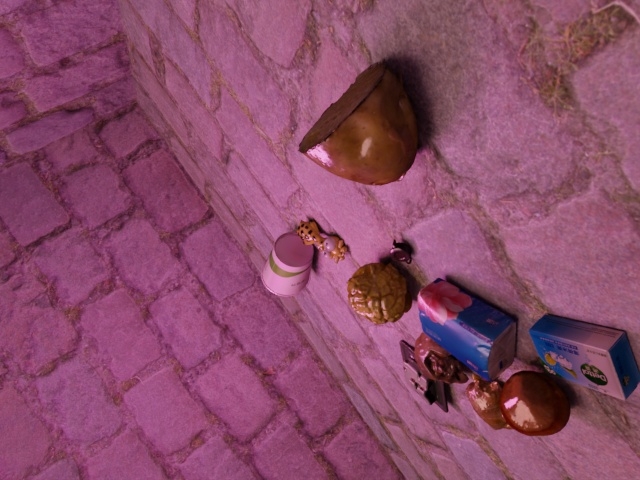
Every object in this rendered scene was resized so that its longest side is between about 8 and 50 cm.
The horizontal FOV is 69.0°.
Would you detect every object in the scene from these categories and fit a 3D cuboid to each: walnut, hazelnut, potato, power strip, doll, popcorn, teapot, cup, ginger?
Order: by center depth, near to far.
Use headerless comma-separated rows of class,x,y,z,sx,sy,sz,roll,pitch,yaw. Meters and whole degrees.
potato,0.130,-0.241,1.118,0.237,0.301,0.289,40,-162,-19
hazelnut,0.577,0.436,1.269,0.182,0.182,0.182,45,157,25
teapot,0.261,0.036,1.489,0.068,0.045,0.100,-17,126,46
ginger,0.555,0.529,1.525,0.216,0.102,0.157,55,153,0
walnut,0.401,0.407,1.629,0.204,0.141,0.238,31,147,56
popcorn,0.205,0.192,1.649,0.237,0.206,0.251,27,161,25
power strip,0.410,0.572,1.923,0.257,0.092,0.251,35,156,50
doll,-0.001,0.000,1.946,0.291,0.086,0.117,34,122,40
cup,-0.147,0.107,2.231,0.253,0.253,0.274,49,152,15

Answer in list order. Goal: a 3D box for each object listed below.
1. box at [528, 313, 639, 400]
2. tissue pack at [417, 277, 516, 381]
box,0.595,0.258,1.060,0.139,0.073,0.194,62,158,-16
tissue pack,0.418,0.259,1.356,0.269,0.137,0.209,34,152,42
